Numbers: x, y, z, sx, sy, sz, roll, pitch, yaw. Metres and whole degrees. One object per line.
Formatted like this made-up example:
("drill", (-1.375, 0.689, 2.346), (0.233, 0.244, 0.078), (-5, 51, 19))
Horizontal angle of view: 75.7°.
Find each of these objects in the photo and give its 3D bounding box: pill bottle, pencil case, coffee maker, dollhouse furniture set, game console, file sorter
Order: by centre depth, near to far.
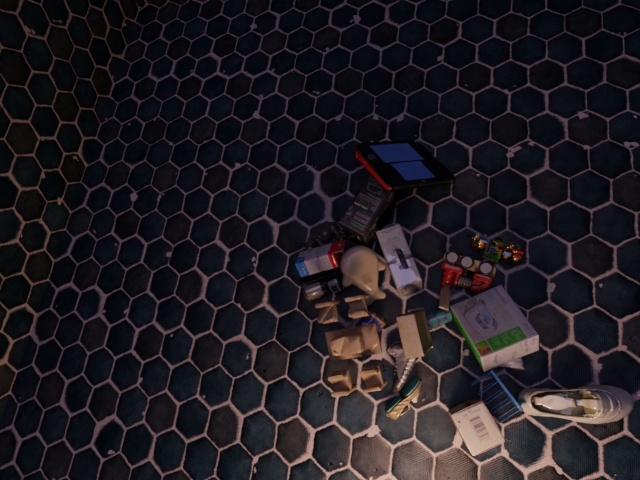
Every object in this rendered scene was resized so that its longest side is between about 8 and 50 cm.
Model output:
("file sorter", (0.680, 0.606, 1.606), (0.105, 0.118, 0.170), (-37, 67, 4))
("dollhouse furniture set", (0.223, 0.393, 1.659), (0.395, 0.256, 0.361), (-15, 79, 21))
("pencil case", (0.488, 0.339, 1.769), (0.152, 0.070, 0.064), (-23, 103, 3))
("pill bottle", (0.180, 0.401, 1.795), (0.123, 0.123, 0.219), (35, 83, 22))
("game console", (0.381, -0.353, 1.889), (0.387, 0.060, 0.342), (-10, 44, -26))
("coffee maker", (-0.001, 0.182, 1.915), (0.179, 0.120, 0.171), (-22, 68, 6))

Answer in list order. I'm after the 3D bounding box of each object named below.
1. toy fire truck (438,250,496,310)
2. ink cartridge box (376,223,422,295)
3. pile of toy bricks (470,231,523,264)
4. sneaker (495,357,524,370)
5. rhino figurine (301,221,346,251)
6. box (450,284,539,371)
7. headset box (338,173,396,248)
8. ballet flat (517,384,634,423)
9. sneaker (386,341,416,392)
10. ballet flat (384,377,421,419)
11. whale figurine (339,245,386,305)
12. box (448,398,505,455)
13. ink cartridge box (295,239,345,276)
("toy fire truck", (0.608, 0.184, 1.762), (0.217, 0.159, 0.246), (19, 97, 24))
("ink cartridge box", (0.349, 0.092, 1.814), (0.114, 0.197, 0.272), (-19, 69, 7))
("pile of toy bricks", (0.761, 0.053, 1.788), (0.213, 0.118, 0.105), (17, 116, 8))
("sneaker", (0.740, 0.489, 1.667), (0.153, 0.053, 0.061), (3, 64, 9))
("rhino figurine", (0.000, 0.000, 2.001), (0.243, 0.073, 0.106), (-35, 71, 2))
("box", (0.687, 0.346, 1.637), (0.231, 0.126, 0.261), (-24, 42, 6))
("headset box", (0.219, -0.116, 1.891), (0.131, 0.246, 0.282), (29, 82, 20))
("ballet flat", (0.956, 0.607, 1.527), (0.401, 0.139, 0.139), (-3, 71, 13))
("sneaker", (0.326, 0.519, 1.749), (0.132, 0.086, 0.228), (24, 69, 25))
("ballet flat", (0.356, 0.659, 1.705), (0.206, 0.073, 0.067), (-44, 95, 0))
("whale figurine", (0.196, 0.155, 1.885), (0.217, 0.141, 0.271), (-27, 92, -3))
("box", (0.575, 0.689, 1.539), (0.127, 0.232, 0.148), (-27, 68, 4))
("ink cartridge box", (0.011, 0.081, 1.899), (0.231, 0.134, 0.077), (-16, 110, 15))
